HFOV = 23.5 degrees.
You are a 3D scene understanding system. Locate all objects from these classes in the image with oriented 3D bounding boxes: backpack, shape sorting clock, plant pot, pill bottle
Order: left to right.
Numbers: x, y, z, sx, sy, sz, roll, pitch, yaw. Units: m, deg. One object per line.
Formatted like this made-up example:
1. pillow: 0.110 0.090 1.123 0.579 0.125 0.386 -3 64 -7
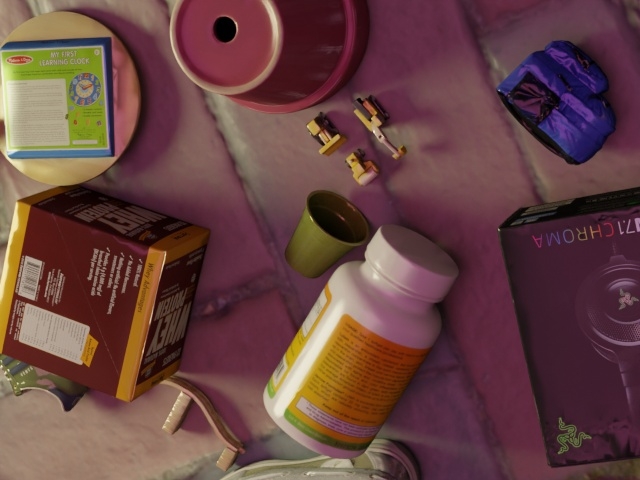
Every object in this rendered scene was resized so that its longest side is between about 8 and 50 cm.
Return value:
1. shape sorting clock: -0.306 -0.168 1.825 0.206 0.040 0.206 3 99 20
2. plant pot: -0.068 -0.229 1.653 0.201 0.180 0.201 4 104 19
3. plant pot: 0.000 0.000 1.739 0.083 0.083 0.079 42 123 7
4. pill bottle: 0.050 0.109 1.707 0.136 0.136 0.245 34 110 10
5. backpack: 0.255 -0.143 1.602 0.120 0.098 0.101 47 108 6

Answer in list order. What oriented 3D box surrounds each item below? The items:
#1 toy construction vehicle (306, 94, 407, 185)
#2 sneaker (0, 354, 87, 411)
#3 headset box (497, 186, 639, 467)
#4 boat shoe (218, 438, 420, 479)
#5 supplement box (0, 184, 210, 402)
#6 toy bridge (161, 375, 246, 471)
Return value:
1. toy construction vehicle: 0.038 -0.114 1.718 0.086 0.035 0.098 -38 88 22
2. sneaker: -0.374 0.152 1.904 0.192 0.064 0.086 20 102 11
3. headset box: 0.340 0.091 1.605 0.246 0.131 0.283 -9 99 22
4. boat shoe: -0.039 0.320 1.802 0.320 0.103 0.118 -18 95 22
5. supplement box: -0.259 0.057 1.810 0.194 0.129 0.191 19 107 15
6. toy bridge: -0.169 0.205 1.865 0.188 0.026 0.063 32 109 10
